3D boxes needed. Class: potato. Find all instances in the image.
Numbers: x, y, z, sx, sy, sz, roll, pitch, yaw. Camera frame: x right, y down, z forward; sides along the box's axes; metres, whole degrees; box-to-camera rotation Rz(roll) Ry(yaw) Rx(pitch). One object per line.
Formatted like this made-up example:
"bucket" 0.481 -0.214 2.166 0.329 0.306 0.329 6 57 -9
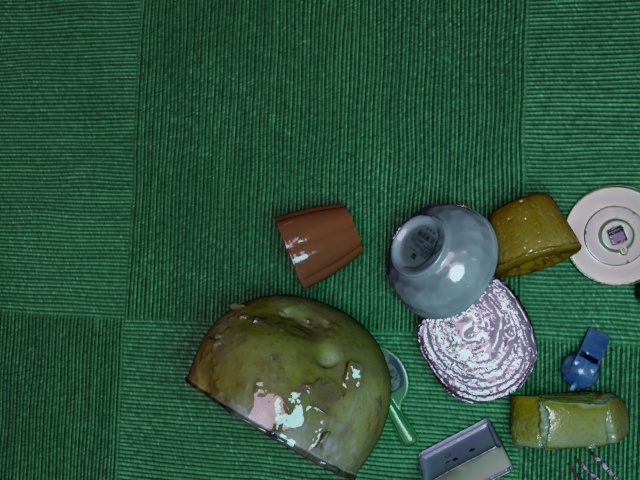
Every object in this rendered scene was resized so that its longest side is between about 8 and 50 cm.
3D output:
"potato" -0.047 0.282 1.485 0.442 0.385 0.319 26 76 4

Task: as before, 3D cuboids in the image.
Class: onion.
"onion" 0.365 0.236 1.539 0.250 0.111 0.247 -31 82 7

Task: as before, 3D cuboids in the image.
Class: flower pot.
"flower pot" 0.000 0.000 1.592 0.173 0.190 0.190 -23 83 -2

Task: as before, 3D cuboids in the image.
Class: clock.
"clock" 0.678 -0.012 1.536 0.235 0.029 0.235 -1 87 10
"clock" 0.324 0.498 1.514 0.192 0.147 0.071 -30 96 7

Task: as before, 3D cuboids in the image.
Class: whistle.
"whistle" 0.595 0.281 1.520 0.090 0.090 0.158 34 54 10

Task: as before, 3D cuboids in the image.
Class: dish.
"dish" 0.246 0.027 1.501 0.303 0.120 0.303 -22 55 35

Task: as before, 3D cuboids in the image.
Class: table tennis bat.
"table tennis bat" 0.155 0.375 1.610 0.160 0.039 0.257 -33 79 10

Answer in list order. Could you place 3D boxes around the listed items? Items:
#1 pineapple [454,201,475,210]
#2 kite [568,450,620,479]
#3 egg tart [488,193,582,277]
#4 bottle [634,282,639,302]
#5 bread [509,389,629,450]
"pineapple" 0.353 -0.057 1.605 0.045 0.019 0.083 -26 83 14
"kite" 0.666 0.571 1.517 0.127 0.016 0.229 -41 84 3
"egg tart" 0.462 -0.012 1.501 0.203 0.202 0.147 -19 74 9
"bottle" 0.796 0.190 1.485 0.072 0.082 0.244 -29 80 -37
"bread" 0.546 0.394 1.463 0.257 0.186 0.124 -3 82 2
